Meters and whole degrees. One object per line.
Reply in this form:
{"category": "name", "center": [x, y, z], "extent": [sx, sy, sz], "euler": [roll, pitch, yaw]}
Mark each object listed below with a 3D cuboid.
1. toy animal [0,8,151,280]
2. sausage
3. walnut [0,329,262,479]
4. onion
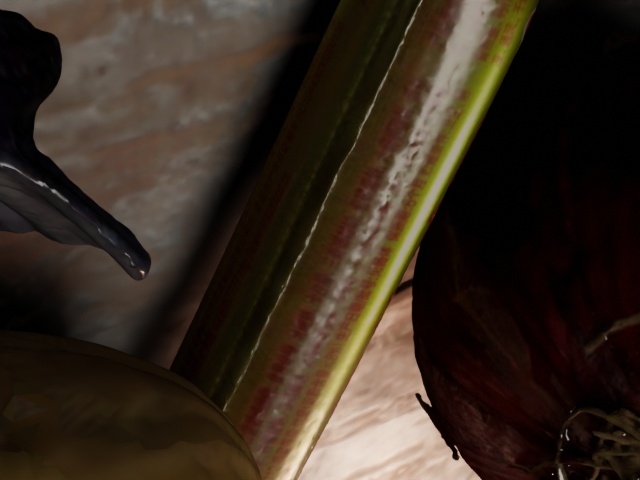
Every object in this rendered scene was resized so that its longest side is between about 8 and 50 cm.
{"category": "toy animal", "center": [-0.171, -0.018, 0.270], "extent": [0.298, 0.122, 0.185], "euler": [-11, 98, -42]}
{"category": "sausage", "center": [0.000, 0.000, 0.487], "extent": [0.082, 0.082, 0.371], "euler": [7, 117, -43]}
{"category": "walnut", "center": [-0.133, 0.142, 0.390], "extent": [0.261, 0.225, 0.225], "euler": [-22, 135, -17]}
{"category": "onion", "center": [0.166, 0.019, 0.496], "extent": [0.281, 0.281, 0.221], "euler": [-43, 106, -2]}
